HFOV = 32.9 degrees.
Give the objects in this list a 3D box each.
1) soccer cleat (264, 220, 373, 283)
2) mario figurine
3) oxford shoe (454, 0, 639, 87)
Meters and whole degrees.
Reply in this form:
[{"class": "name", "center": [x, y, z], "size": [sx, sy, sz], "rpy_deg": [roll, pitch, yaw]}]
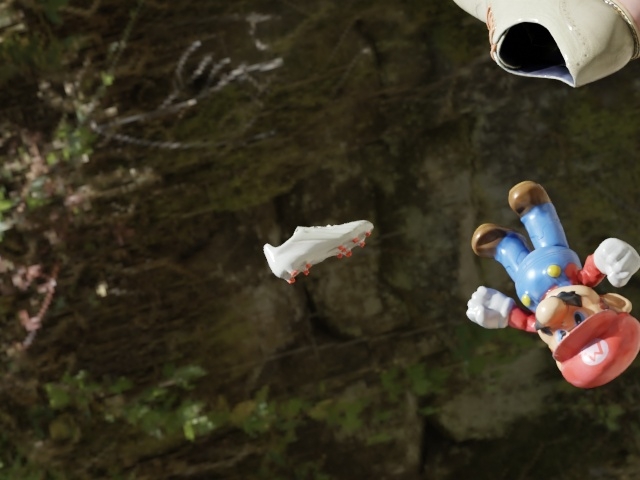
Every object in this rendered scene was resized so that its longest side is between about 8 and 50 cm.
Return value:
[{"class": "soccer cleat", "center": [0.000, 0.000, 1.772], "size": [0.076, 0.196, 0.068], "rpy_deg": [55, 151, 18]}, {"class": "mario figurine", "center": [0.293, 0.053, 1.402], "size": [0.320, 0.170, 0.198], "rpy_deg": [-115, 19, -48]}, {"class": "oxford shoe", "center": [0.269, -0.311, 1.469], "size": [0.397, 0.147, 0.140], "rpy_deg": [38, 161, 56]}]
